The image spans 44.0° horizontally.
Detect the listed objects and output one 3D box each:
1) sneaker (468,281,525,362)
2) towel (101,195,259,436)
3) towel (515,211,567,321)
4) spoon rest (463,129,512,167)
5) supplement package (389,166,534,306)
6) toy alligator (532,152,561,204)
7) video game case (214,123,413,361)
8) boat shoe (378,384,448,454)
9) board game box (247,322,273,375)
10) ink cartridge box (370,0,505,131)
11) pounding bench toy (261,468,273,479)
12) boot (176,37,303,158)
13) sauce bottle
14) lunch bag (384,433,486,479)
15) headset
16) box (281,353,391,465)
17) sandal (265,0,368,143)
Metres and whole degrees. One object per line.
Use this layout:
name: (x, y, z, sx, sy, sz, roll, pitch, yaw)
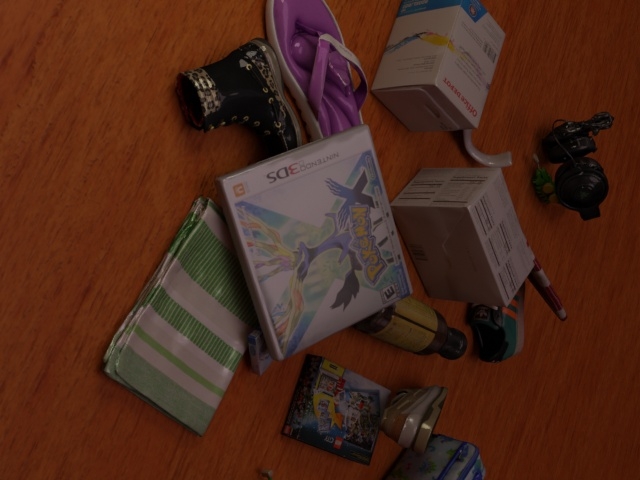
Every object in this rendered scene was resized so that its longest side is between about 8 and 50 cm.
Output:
sneaker: (0.415, 0.148, 1.890, 0.121, 0.108, 0.302, -16, 101, -43)
towel: (-0.193, 0.125, 1.299, 0.248, 0.038, 0.325, 46, 61, -39)
towel: (0.471, 0.013, 1.856, 0.037, 0.237, 0.329, -31, 117, 8)
spoon rest: (0.345, -0.275, 1.804, 0.276, 0.084, 0.137, 55, 27, -26)
supplement package: (0.303, -0.010, 1.690, 0.145, 0.204, 0.262, -46, 124, -33)
toy alligator: (0.585, -0.152, 2.092, 0.189, 0.051, 0.056, 48, 32, -28)
video game case: (0.000, 0.000, 1.368, 0.300, 0.036, 0.329, -24, 107, -26)
boat shoe: (0.195, 0.351, 1.642, 0.302, 0.103, 0.113, 4, 105, -76)
board game box: (-0.093, 0.176, 1.393, 0.090, 0.020, 0.090, -46, 143, -44)
ink cartridge box: (0.242, -0.364, 1.627, 0.171, 0.168, 0.232, 35, 68, -42)
pounding bench toy: (-0.093, 0.458, 1.415, 0.065, 0.052, 0.083, 47, 60, -38)
boot: (-0.132, -0.199, 1.314, 0.179, 0.085, 0.236, -31, 115, -36)
sauce bottle: (0.191, 0.180, 1.654, 0.344, 0.111, 0.111, 30, 71, -44)
lunch bag: (0.237, 0.512, 1.677, 0.219, 0.176, 0.090, -43, 122, -35)
headset: (0.685, -0.208, 2.050, 0.394, 0.185, 0.243, 39, 39, -56)
box: (0.036, 0.334, 1.549, 0.233, 0.044, 0.159, 34, 69, -42)
sandal: (0.029, -0.283, 1.457, 0.169, 0.102, 0.416, -41, 121, -37)
